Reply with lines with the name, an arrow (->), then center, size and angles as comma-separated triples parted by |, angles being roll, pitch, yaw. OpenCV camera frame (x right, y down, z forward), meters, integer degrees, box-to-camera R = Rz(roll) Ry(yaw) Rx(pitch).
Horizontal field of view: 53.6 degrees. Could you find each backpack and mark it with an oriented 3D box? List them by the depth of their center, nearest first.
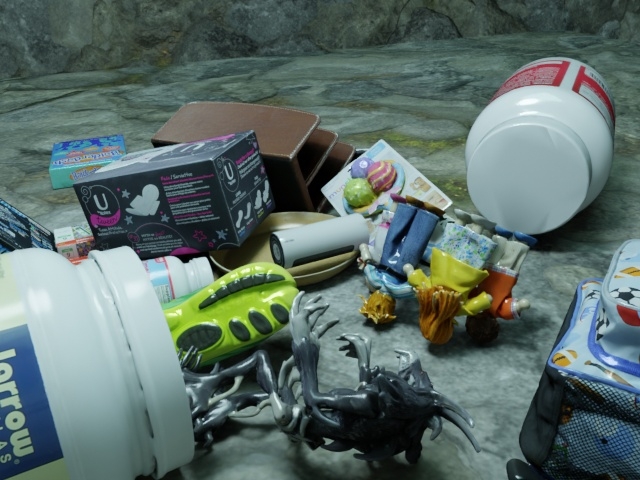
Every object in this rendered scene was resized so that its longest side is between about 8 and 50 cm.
backpack -> 0.325, 0.125, 0.515 | 0.263, 0.213, 0.276 | 22, 30, 23

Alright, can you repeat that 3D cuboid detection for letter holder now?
letter holder -> -0.112, -0.179, 1.169 | 0.301, 0.152, 0.214 | 12, 53, 28

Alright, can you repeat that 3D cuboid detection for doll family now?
doll family -> 0.121, 0.035, 0.779 | 0.262, 0.163, 0.118 | 23, 3, 43

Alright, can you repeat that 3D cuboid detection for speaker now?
speaker -> 0.000, 0.000, 0.896 | 0.136, 0.055, 0.055 | -14, 27, -23

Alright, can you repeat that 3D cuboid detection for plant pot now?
plant pot -> -0.052, 0.015, 0.974 | 0.236, 0.033, 0.236 | -2, 24, 1

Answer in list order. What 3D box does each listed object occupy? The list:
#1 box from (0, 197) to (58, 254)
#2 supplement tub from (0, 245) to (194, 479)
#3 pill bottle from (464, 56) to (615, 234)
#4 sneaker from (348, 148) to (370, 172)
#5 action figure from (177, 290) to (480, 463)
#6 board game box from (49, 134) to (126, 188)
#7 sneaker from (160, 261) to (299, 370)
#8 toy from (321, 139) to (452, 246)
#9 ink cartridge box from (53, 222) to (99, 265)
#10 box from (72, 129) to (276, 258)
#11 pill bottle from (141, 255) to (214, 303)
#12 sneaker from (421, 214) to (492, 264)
box -> -0.476, -0.022, 0.898 | 0.051, 0.220, 0.175 | -48, 35, -1
supplement tub -> -0.286, 0.139, 0.493 | 0.324, 0.236, 0.235 | -16, 28, -25
pill bottle -> 0.379, -0.168, 1.087 | 0.228, 0.229, 0.408 | 8, 27, 22
sneaker -> 0.070, -0.153, 1.256 | 0.234, 0.084, 0.097 | 8, 26, 21
action figure -> 0.003, 0.128, 0.580 | 0.275, 0.164, 0.141 | -3, 57, 18
board game box -> -0.514, -0.180, 1.418 | 0.160, 0.047, 0.210 | -11, 27, -16
sneaker -> -0.162, 0.112, 0.722 | 0.295, 0.110, 0.123 | -15, -15, -2
toy -> 0.084, -0.082, 0.979 | 0.136, 0.056, 0.237 | -39, 41, 3
ink cartridge box -> -0.393, 0.008, 1.024 | 0.062, 0.029, 0.115 | -13, 27, -21
box -> -0.222, -0.072, 0.996 | 0.247, 0.142, 0.163 | -6, 23, 20
pill bottle -> -0.219, 0.069, 0.810 | 0.160, 0.087, 0.087 | -12, 27, -19
sneaker -> 0.167, -0.019, 0.961 | 0.085, 0.086, 0.237 | -22, 33, -38
